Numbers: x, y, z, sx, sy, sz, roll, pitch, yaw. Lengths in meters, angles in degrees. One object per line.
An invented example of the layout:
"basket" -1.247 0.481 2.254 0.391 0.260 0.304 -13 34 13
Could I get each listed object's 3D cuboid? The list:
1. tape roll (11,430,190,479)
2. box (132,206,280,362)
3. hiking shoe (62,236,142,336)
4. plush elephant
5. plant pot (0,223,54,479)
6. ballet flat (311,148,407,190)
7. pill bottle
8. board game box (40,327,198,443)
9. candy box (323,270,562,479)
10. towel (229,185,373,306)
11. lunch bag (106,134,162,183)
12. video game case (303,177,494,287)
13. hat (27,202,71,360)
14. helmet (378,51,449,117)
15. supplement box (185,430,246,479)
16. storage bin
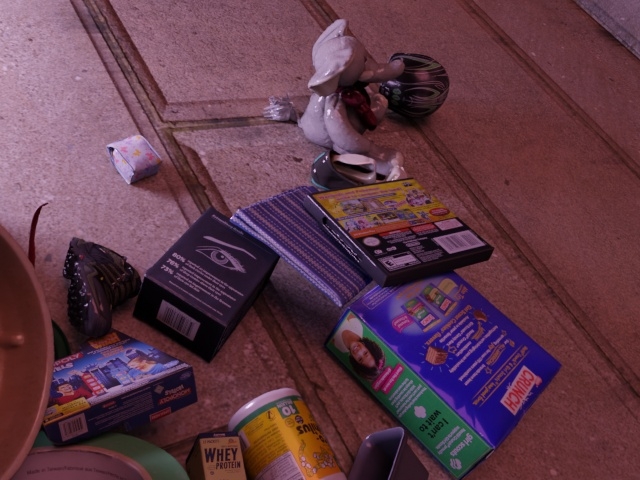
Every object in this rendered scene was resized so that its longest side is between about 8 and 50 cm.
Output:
"tape roll" -0.298 0.316 0.756 0.322 0.077 0.321 2 15 -1
"box" -0.180 0.067 1.155 0.153 0.108 0.207 32 42 4
"hiking shoe" -0.323 0.066 1.073 0.114 0.086 0.227 8 27 -28
"plush elephant" 0.064 -0.341 1.565 0.330 0.255 0.271 14 44 -14
"plant pot" -0.518 0.133 0.744 0.306 0.333 0.333 -8 41 17
"ballet flat" 0.118 -0.119 1.494 0.281 0.096 0.095 18 42 -11
"pill bottle" -0.035 0.321 0.975 0.118 0.117 0.208 -11 54 -34
"board game box" -0.298 0.189 0.953 0.194 0.060 0.194 -18 25 -31
"candy box" 0.213 0.200 1.215 0.317 0.122 0.268 43 43 18
"towel" 0.000 0.000 1.285 0.243 0.040 0.336 39 22 9
"lunch bag" -0.352 -0.157 1.329 0.071 0.053 0.083 -31 77 -41
"video game case" 0.146 -0.025 1.314 0.275 0.035 0.248 -12 44 -35
"hat" -0.422 0.099 0.946 0.173 0.183 0.208 -15 57 -37
"helmet" 0.240 -0.386 1.770 0.162 0.169 0.169 18 42 10
"supplement box" -0.142 0.315 0.951 0.056 0.083 0.083 4 46 -25
"storage bin" 0.097 0.360 1.033 0.091 0.098 0.135 51 40 -16
